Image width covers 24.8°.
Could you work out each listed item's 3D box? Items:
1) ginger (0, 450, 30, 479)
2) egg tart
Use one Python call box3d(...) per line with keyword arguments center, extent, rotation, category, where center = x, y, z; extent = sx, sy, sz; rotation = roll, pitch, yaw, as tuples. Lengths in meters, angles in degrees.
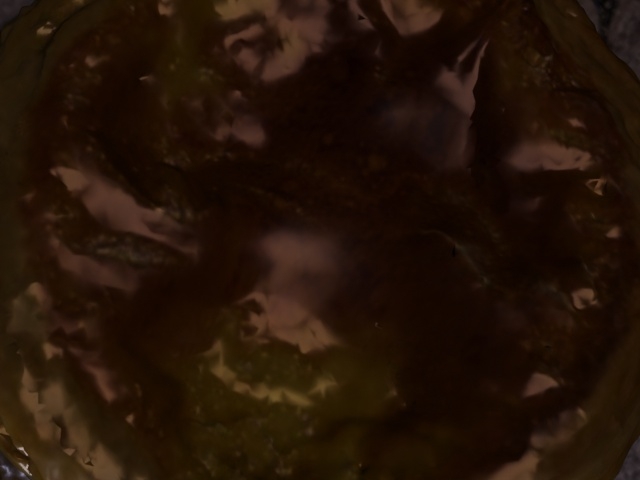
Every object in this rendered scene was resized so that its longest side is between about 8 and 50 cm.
box3d(center=(-0.143, 0.122, 0.916), extent=(0.166, 0.080, 0.333), rotation=(-37, 94, -6), category="ginger")
box3d(center=(0.000, 0.000, 0.866), extent=(0.443, 0.178, 0.443), rotation=(3, 70, -8), category="egg tart")
